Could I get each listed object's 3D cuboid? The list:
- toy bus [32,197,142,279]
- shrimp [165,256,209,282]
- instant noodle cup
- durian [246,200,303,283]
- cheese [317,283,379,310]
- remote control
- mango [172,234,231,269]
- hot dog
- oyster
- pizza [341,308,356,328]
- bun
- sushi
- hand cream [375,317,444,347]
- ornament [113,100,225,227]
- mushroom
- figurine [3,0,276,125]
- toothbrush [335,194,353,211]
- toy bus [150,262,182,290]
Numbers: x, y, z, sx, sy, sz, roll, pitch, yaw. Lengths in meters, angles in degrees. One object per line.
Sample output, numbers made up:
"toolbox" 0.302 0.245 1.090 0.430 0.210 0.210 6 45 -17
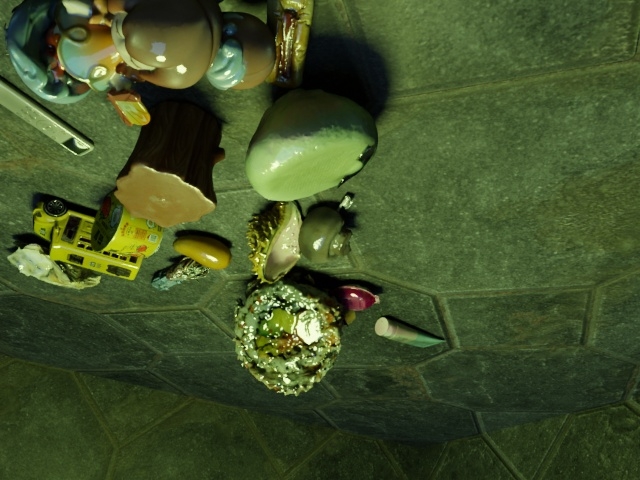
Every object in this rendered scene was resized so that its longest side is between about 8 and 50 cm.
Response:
"toy bus" -0.691 0.001 1.672 0.331 0.151 0.145 18 149 -19
"shrimp" -0.417 0.093 1.844 0.190 0.073 0.075 -8 136 -1
"instant noodle cup" -0.534 -0.035 1.577 0.182 0.182 0.144 -23 147 40
"durian" -0.137 0.022 1.571 0.185 0.196 0.305 12 151 3
"cheese" 0.081 0.190 1.921 0.244 0.062 0.155 3 147 14
"remote control" -0.655 -0.281 1.317 0.067 0.029 0.261 -15 143 32
"mango" -0.360 0.028 1.723 0.184 0.085 0.102 23 151 -7
"hot dog" -0.061 -0.365 1.028 0.084 0.073 0.242 5 150 -7
"oyster" -0.906 0.079 1.894 0.275 0.100 0.271 -3 148 39
"pizza" -0.047 0.297 2.038 0.365 0.182 0.074 -12 119 17
"bun" -0.032 -0.215 1.167 0.293 0.187 0.293 -18 163 -6
"sushi" -0.113 0.295 1.868 0.417 0.418 0.176 -3 -171 15
"hand cream" 0.340 0.372 2.170 0.312 0.070 0.111 24 142 -33
"ornament" -0.320 -0.176 1.245 0.221 0.218 0.235 3 148 6
"mushroom" 0.000 0.000 1.548 0.141 0.117 0.188 36 153 26
"figurine" -0.295 -0.346 0.945 0.388 0.248 0.277 1 133 30
"toothbrush" 0.028 -0.048 1.575 0.024 0.026 0.288 -26 166 -32
"toy bus" -0.523 0.127 1.948 0.166 0.047 0.065 -24 133 38
